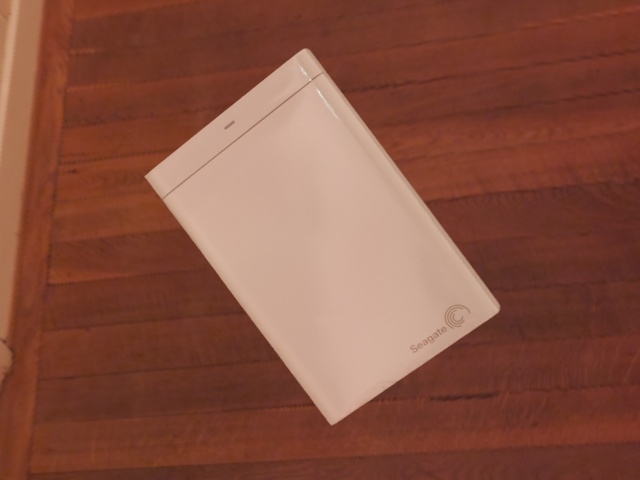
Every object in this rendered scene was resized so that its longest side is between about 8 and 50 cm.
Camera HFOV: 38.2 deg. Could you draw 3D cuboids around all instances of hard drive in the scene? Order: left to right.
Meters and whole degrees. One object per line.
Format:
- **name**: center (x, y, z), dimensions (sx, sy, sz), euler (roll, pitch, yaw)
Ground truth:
- **hard drive**: center (0.000, 0.000, 1.028), dimensions (0.233, 0.047, 0.353), euler (-36, 92, 13)
